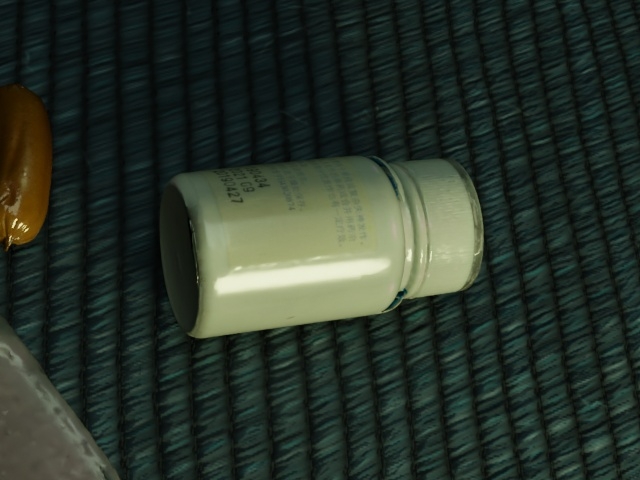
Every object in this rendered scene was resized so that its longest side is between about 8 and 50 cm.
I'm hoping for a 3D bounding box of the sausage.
[{"bbox_3d":[-0.265,-0.070,1.303,0.062,0.054,0.183,27,47,-35],"label":"sausage"}]

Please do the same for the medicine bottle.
[{"bbox_3d":[0.000,0.000,1.279,0.258,0.143,0.143,-6,61,-18],"label":"medicine bottle"}]

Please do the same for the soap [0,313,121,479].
[{"bbox_3d":[-0.286,0.231,1.081,0.296,0.107,0.285,-27,71,-29],"label":"soap"}]
